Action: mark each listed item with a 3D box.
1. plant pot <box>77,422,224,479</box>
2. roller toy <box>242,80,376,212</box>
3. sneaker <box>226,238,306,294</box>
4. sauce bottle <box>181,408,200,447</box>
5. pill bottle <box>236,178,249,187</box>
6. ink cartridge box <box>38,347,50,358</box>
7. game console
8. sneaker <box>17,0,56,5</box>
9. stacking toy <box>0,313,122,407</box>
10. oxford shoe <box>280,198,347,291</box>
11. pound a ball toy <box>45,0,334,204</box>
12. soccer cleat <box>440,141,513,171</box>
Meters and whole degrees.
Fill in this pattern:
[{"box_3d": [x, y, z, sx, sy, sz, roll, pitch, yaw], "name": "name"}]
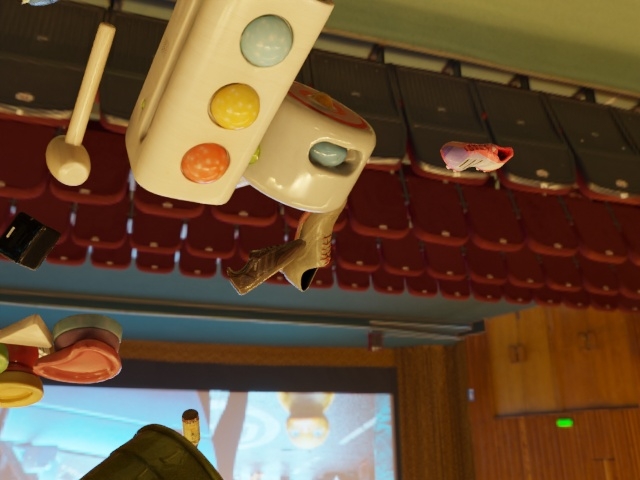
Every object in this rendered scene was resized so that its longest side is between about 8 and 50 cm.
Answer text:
[{"box_3d": [-0.347, 0.543, 0.952, 0.367, 0.366, 0.353, -22, 180, 45], "name": "plant pot"}, {"box_3d": [-0.024, -0.146, 0.868, 0.191, 0.146, 0.209, 29, -159, 2], "name": "roller toy"}, {"box_3d": [-0.121, 0.042, 1.334, 0.188, 0.071, 0.066, -37, -172, -9], "name": "sneaker"}, {"box_3d": [-0.299, 0.451, 1.398, 0.042, 0.042, 0.128, 0, 118, -2], "name": "sauce bottle"}, {"box_3d": [-0.162, -0.194, 1.208, 0.302, 0.169, 0.169, -13, 156, 24], "name": "pill bottle"}, {"box_3d": [-0.643, 0.242, 1.366, 0.028, 0.048, 0.083, -24, 150, -5], "name": "ink cartridge box"}, {"box_3d": [-0.770, 0.002, 1.584, 0.107, 0.122, 0.071, 33, 171, -6], "name": "game console"}, {"box_3d": [-0.422, -0.450, 0.901, 0.082, 0.069, 0.209, -18, 154, -31], "name": "sneaker"}, {"box_3d": [-0.555, 0.188, 1.144, 0.309, 0.130, 0.279, -17, 144, 8], "name": "stacking toy"}, {"box_3d": [0.000, 0.000, 1.676, 0.123, 0.130, 0.348, -17, 149, -43], "name": "oxford shoe"}, {"box_3d": [-0.150, -0.161, 0.659, 0.208, 0.135, 0.319, 9, 128, -37], "name": "pound a ball toy"}, {"box_3d": [0.407, -0.226, 1.567, 0.248, 0.083, 0.095, 0, 158, -44], "name": "soccer cleat"}]
